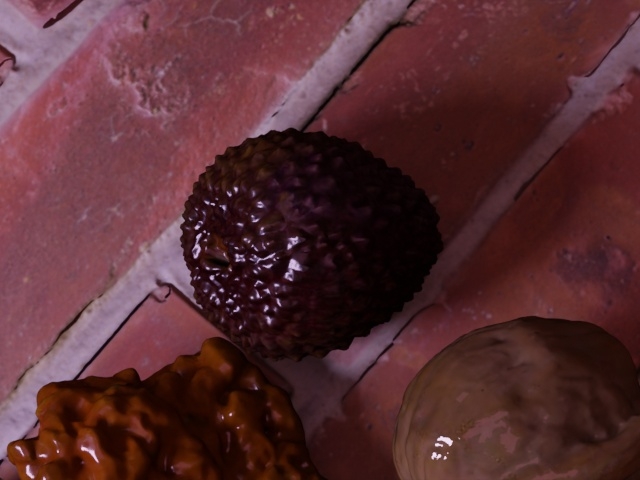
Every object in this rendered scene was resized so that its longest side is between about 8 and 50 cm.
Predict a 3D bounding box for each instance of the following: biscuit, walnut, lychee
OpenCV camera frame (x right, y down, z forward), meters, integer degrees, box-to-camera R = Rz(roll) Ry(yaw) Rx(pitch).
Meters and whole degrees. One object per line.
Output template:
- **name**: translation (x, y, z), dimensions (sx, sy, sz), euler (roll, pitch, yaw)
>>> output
- **biscuit**: translation (-0.137, 0.260, 1.596), dimensions (0.312, 0.110, 0.318), euler (-9, 69, -34)
- **walnut**: translation (0.215, 0.217, 1.585), dimensions (0.285, 0.285, 0.296), euler (-26, 98, -5)
- **lychee**: translation (0.000, 0.000, 1.668), dimensions (0.271, 0.271, 0.271), euler (0, 76, 1)

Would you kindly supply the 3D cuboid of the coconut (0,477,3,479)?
- **coconut**: translation (-0.361, 0.328, 1.607), dimensions (0.224, 0.224, 0.224), euler (0, 76, 1)
